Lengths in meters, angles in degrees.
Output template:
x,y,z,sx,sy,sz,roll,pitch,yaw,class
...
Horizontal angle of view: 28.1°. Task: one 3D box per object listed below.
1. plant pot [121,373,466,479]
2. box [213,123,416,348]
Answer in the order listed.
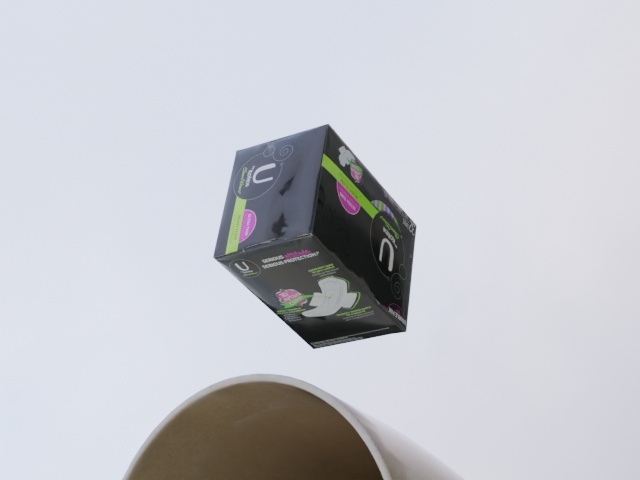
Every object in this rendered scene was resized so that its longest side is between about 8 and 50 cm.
x,y,z,sx,sy,sz,roll,pitch,yaw,class
0.035,0.241,0.872,0.274,0.256,0.256,22,-70,-47,plant pot
0.000,0.000,0.572,0.052,0.062,0.083,-13,-39,29,box
